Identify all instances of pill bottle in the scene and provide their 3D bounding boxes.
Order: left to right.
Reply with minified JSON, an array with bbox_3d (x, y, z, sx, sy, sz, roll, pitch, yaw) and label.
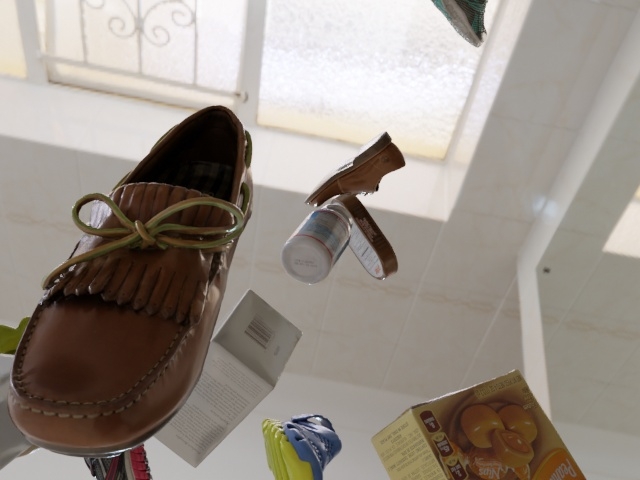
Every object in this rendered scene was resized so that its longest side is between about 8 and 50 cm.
[{"bbox_3d":[0.000,0.000,1.245,0.087,0.087,0.160,22,-148,9],"label":"pill bottle"}]

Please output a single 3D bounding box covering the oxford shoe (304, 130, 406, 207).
[{"bbox_3d":[0.054,-0.098,1.245,0.076,0.212,0.076,48,-138,-13],"label":"oxford shoe"}]

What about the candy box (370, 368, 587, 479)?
[{"bbox_3d":[0.207,0.303,0.746,0.183,0.087,0.316,-9,-120,-39],"label":"candy box"}]

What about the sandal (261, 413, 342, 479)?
[{"bbox_3d":[-0.026,0.365,1.302,0.138,0.317,0.126,-7,-91,-8],"label":"sandal"}]

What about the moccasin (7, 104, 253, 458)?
[{"bbox_3d":[-0.124,0.004,0.581,0.139,0.146,0.380,14,-145,8],"label":"moccasin"}]

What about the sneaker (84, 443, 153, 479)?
[{"bbox_3d":[-0.381,0.341,1.326,0.112,0.121,0.299,-13,-116,-15],"label":"sneaker"}]

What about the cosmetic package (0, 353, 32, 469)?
[{"bbox_3d":[-0.421,0.223,0.854,0.086,0.117,0.231,4,-167,12],"label":"cosmetic package"}]

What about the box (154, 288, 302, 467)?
[{"bbox_3d":[-0.119,0.166,0.897,0.091,0.170,0.130,39,-153,-5],"label":"box"}]

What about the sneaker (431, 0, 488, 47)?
[{"bbox_3d":[0.206,-0.321,1.002,0.065,0.076,0.166,54,-163,23],"label":"sneaker"}]

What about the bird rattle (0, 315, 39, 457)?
[{"bbox_3d":[-0.454,0.234,1.132,0.143,0.253,0.207,4,-128,53],"label":"bird rattle"}]

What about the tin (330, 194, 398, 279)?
[{"bbox_3d":[0.081,-0.008,1.428,0.040,0.106,0.189,-31,-102,-16],"label":"tin"}]
